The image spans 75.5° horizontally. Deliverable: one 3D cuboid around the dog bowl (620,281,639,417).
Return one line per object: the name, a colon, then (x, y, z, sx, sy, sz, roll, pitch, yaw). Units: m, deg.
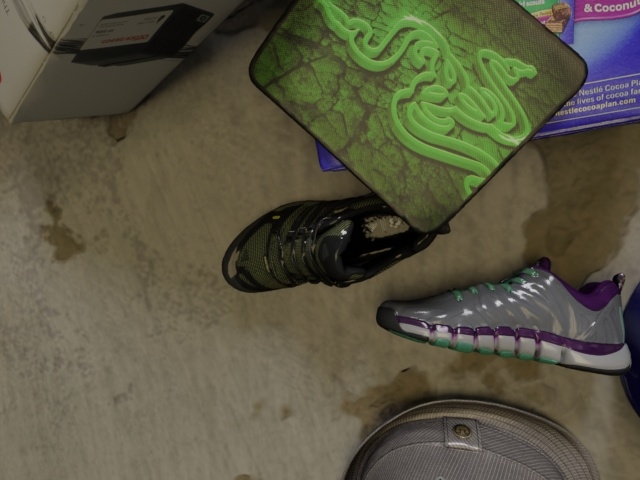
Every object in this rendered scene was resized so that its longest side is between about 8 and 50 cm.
dog bowl: (0.407, 0.106, 0.333, 0.264, 0.104, 0.265, 2, 100, 10)

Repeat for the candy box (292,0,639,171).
candy box: (0.112, -0.231, 0.319, 0.267, 0.122, 0.318, -7, 99, 12)

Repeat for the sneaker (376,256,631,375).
sneaker: (0.167, 0.060, 0.393, 0.223, 0.083, 0.098, 9, 80, 4)

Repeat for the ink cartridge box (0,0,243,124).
ink cartridge box: (-0.171, -0.256, 0.302, 0.307, 0.129, 0.223, -18, 97, 39)

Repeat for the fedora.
fedora: (0.150, 0.291, 0.398, 0.275, 0.124, 0.244, 12, 102, 8)

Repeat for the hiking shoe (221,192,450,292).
hiking shoe: (0.000, 0.000, 0.380, 0.226, 0.114, 0.086, -18, 95, 12)

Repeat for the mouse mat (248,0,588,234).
mouse mat: (0.058, -0.116, 0.285, 0.189, 0.007, 0.153, 42, 106, 1)
